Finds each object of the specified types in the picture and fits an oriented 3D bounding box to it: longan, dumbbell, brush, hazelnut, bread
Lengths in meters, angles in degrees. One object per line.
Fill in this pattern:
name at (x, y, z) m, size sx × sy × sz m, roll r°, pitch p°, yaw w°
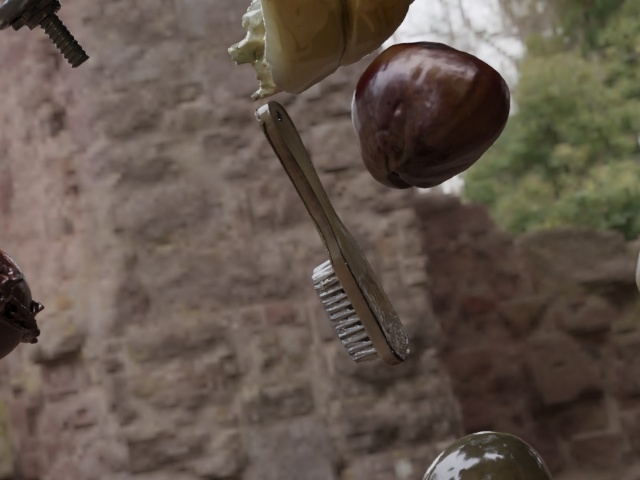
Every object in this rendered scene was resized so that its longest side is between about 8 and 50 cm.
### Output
longan at (0.193, 0.329, 1.910) m, size 0.204 × 0.185 × 0.159 m, roll -40°, pitch 35°, yaw -27°
dumbbell at (-0.284, -0.253, 1.364) m, size 0.081 × 0.254 × 0.081 m, roll -37°, pitch 8°, yaw 6°
brush at (0.000, 0.000, 1.772) m, size 0.065 × 0.327 × 0.070 m, roll -25°, pitch 5°, yaw 23°
hazelnut at (0.126, -0.149, 1.891) m, size 0.204 × 0.178 × 0.178 m, roll 1°, pitch -1°, yaw 38°
bread at (0.007, -0.342, 2.101) m, size 0.245 × 0.329 × 0.424 m, roll 4°, pitch 17°, yaw -2°

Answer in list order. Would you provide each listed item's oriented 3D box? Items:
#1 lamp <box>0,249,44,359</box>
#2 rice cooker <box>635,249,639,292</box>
lamp at (-0.431, 0.057, 1.878) m, size 0.215 × 0.151 × 0.223 m, roll 16°, pitch -40°, yaw 1°
rice cooker at (0.358, 0.032, 1.297) m, size 0.206 × 0.127 × 0.145 m, roll 22°, pitch 17°, yaw -9°
